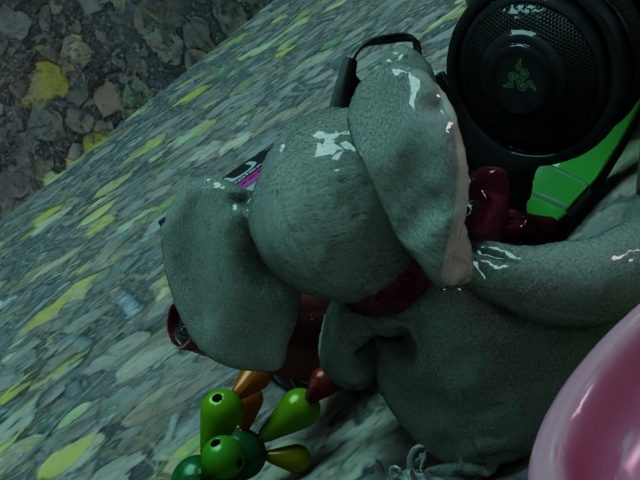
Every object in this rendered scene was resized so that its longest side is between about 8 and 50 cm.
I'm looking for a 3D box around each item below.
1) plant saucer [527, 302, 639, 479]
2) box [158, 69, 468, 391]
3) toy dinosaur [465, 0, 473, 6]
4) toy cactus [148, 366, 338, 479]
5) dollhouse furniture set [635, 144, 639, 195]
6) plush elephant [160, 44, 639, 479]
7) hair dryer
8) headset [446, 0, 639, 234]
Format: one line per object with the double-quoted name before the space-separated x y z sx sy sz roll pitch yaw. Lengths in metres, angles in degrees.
"plant saucer" 0.255 0.070 0.713 0.332 0.084 0.332 -30 14 8
"box" 0.017 -0.015 1.323 0.247 0.163 0.142 -36 16 -12
"toy dinosaur" 0.232 -0.166 1.364 0.200 0.296 0.127 -7 27 -35
"toy cactus" -0.082 0.178 1.090 0.219 0.112 0.180 -48 2 -37
"dollhouse furniture set" 0.326 -0.086 1.179 0.144 0.123 0.151 -62 -2 -63
"plush elephant" 0.058 0.002 0.980 0.272 0.255 0.330 -16 23 38
"hair dryer" 0.000 0.000 1.191 0.293 0.224 0.080 -41 23 -28
"headset" 0.174 -0.173 1.138 0.243 0.185 0.394 -44 -25 -34
